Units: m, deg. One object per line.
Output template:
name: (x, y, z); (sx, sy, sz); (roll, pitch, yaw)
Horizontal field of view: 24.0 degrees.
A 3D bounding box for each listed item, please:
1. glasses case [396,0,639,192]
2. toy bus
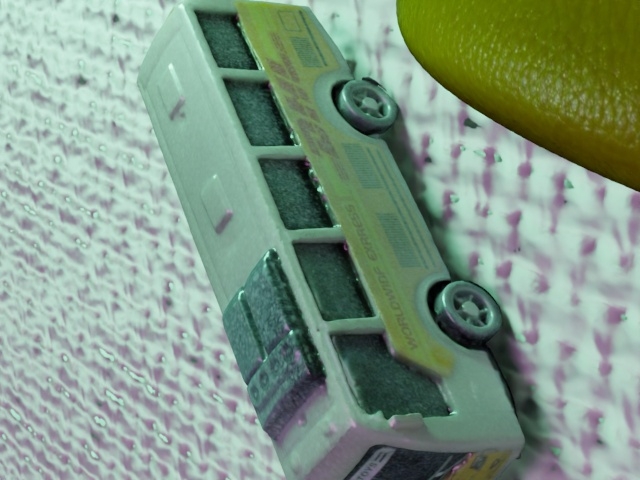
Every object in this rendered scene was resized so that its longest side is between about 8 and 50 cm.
glasses case: (0.162, -0.091, 0.625); (0.371, 0.173, 0.141); (32, 114, 50)
toy bus: (0.000, 0.000, 0.899); (0.097, 0.138, 0.342); (-52, 49, 40)
